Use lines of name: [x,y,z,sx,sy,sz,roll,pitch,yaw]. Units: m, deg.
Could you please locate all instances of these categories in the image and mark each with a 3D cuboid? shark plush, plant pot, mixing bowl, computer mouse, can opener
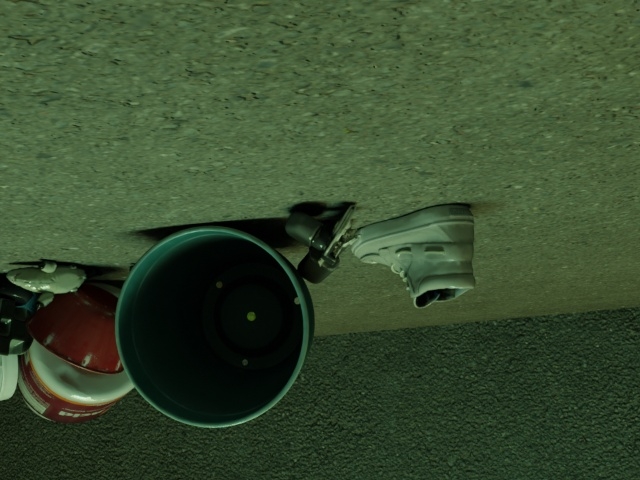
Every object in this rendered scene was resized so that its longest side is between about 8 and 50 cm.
shark plush: [-0.423,0.050,1.633,0.067,0.073,0.161,13,-156,39]
plant pot: [-0.125,0.118,1.475,0.271,0.272,0.255,-5,178,11]
mixing bowl: [-0.388,0.136,1.688,0.181,0.098,0.181,30,-172,-5]
computer mouse: [-0.607,0.079,1.715,0.242,0.041,0.071,3,156,4]
can opener: [0.000,0.000,1.395,0.093,0.074,0.280,31,168,3]

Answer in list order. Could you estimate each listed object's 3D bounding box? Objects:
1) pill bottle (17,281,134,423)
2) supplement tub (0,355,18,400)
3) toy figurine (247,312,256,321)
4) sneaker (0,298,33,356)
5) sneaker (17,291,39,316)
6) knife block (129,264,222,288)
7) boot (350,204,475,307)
pill bottle: [-0.473,0.235,1.958,0.224,0.224,0.392,1,163,-22]
supplement tub: [-0.754,0.230,1.865,0.324,0.236,0.235,-8,175,-37]
toy figurine: [-0.301,0.195,2.058,0.362,0.191,0.217,-10,163,32]
sneaker: [-0.632,0.124,1.619,0.146,0.123,0.330,-4,158,30]
sneaker: [-0.619,0.116,1.800,0.228,0.087,0.092,-10,-150,-34]
knife block: [-0.214,0.091,1.735,0.275,0.088,0.242,6,167,-39]
boot: [0.124,0.035,1.417,0.095,0.123,0.258,2,169,-27]
